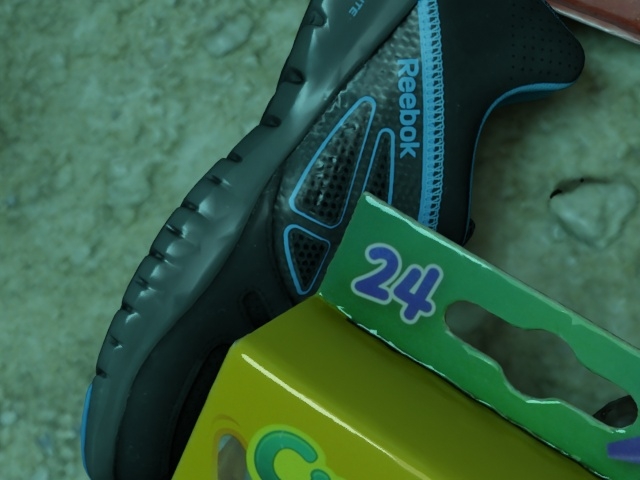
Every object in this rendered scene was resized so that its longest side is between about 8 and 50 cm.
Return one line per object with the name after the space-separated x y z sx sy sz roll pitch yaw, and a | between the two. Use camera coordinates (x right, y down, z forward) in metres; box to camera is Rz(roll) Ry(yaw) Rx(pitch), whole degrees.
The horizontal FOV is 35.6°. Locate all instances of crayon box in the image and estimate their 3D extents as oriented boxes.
0.022 0.170 0.423 0.203 0.083 0.323 31 112 16 | crayon box

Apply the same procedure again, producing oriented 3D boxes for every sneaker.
0.000 0.000 0.506 0.140 0.125 0.341 32 96 -4 | sneaker

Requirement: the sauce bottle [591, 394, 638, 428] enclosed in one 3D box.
0.199 0.111 0.448 0.344 0.111 0.111 -14 77 18 | sauce bottle

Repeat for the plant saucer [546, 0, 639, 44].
0.127 -0.258 0.567 0.258 0.048 0.259 26 85 15 | plant saucer
